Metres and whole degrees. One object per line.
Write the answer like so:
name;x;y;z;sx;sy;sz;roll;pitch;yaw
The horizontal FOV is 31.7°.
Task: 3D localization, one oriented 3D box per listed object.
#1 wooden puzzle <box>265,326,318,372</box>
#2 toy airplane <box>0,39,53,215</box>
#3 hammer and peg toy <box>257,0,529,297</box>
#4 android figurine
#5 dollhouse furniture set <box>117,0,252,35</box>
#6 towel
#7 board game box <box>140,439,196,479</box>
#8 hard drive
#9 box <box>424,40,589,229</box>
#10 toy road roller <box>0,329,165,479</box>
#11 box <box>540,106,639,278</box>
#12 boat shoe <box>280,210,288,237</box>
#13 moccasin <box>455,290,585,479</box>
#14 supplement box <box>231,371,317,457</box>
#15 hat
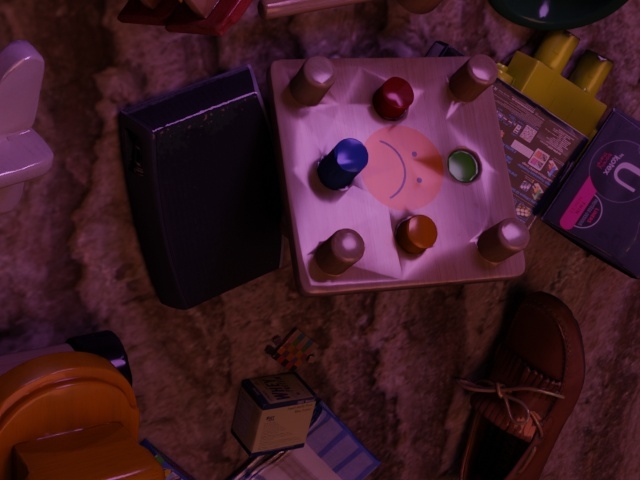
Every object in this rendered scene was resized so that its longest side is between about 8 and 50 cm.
wooden puzzle;-0.034;0.140;1.446;0.049;0.006;0.083;-48;135;-1
toy airplane;-0.405;-0.061;0.895;0.386;0.272;0.384;-60;172;-1
hammer and peg toy;0.065;-0.124;1.200;0.266;0.361;0.127;-5;167;-19
android figurine;0.267;-0.135;1.455;0.248;0.056;0.273;18;106;-43
dollhouse furniture set;-0.085;-0.383;0.995;0.374;0.152;0.201;-57;136;-16
towel;-0.056;0.365;1.560;0.285;0.034;0.209;-43;135;-6
board game box;-0.248;0.355;1.408;0.201;0.035;0.136;-43;135;-5
hard drive;-0.117;-0.048;1.226;0.172;0.054;0.254;-24;130;-23
box;0.185;-0.108;1.353;0.220;0.051;0.175;30;99;-18
toy road roller;-0.279;0.268;1.173;0.202;0.240;0.329;-8;118;-32
box;0.391;-0.053;1.456;0.165;0.143;0.270;-58;168;6
boat shoe;0.000;0.000;1.302;0.072;0.068;0.190;-55;158;15
moccasin;0.283;0.243;1.674;0.147;0.139;0.380;-18;137;-38
supplement box;-0.060;0.222;1.446;0.083;0.056;0.083;-5;121;-34
hat;0.293;-0.380;1.333;0.173;0.183;0.208;23;147;-31
